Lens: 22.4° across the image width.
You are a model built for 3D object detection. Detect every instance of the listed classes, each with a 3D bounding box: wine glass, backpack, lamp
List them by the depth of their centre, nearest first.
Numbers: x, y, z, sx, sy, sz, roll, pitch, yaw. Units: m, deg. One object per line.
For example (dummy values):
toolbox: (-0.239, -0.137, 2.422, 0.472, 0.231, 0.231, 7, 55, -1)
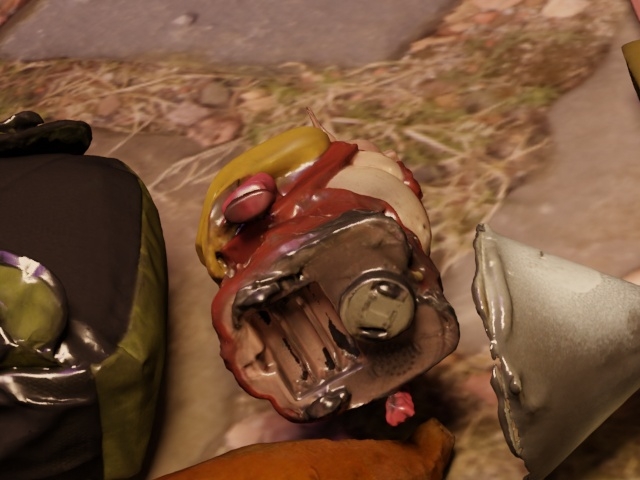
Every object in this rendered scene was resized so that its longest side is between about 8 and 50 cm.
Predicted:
wine glass: (0.162, 0.033, 0.674, 0.182, 0.122, 0.122, -10, 39, 10)
lamp: (0.000, 0.000, 0.795, 0.118, 0.118, 0.253, -23, 16, 5)
backpack: (-0.203, 0.031, 0.810, 0.253, 0.140, 0.207, -1, 36, -6)

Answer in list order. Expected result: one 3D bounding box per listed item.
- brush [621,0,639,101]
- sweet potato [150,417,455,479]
brush: (0.208, -0.113, 0.866, 0.103, 0.047, 0.233, -20, 36, 8)
sweet potato: (-0.078, 0.161, 0.645, 0.359, 0.112, 0.112, -31, 35, -29)
